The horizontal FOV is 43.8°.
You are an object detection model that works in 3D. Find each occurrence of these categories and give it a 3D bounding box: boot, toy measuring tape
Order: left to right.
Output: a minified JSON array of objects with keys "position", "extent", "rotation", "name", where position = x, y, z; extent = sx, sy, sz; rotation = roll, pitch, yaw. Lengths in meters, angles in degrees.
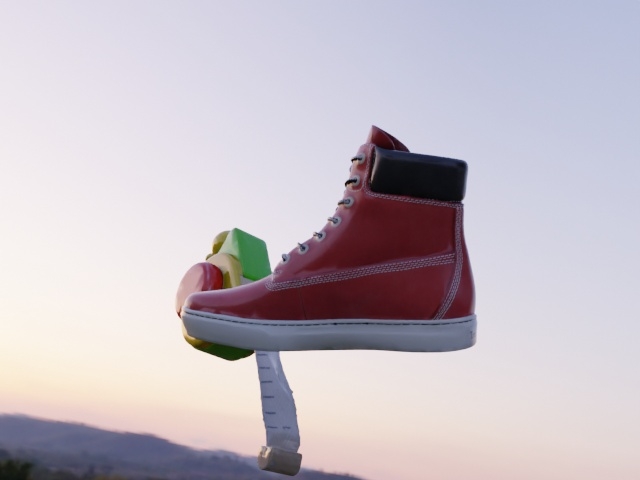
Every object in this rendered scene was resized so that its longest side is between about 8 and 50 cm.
[{"position":[-0.089,0.116,0.831],"extent":[0.121,0.330,0.121],"rotation":[-7,-45,-8],"name":"toy measuring tape"},{"position":[0.000,0.000,0.646],"extent":[0.244,0.176,0.088],"rotation":[-4,1,15],"name":"boot"}]
